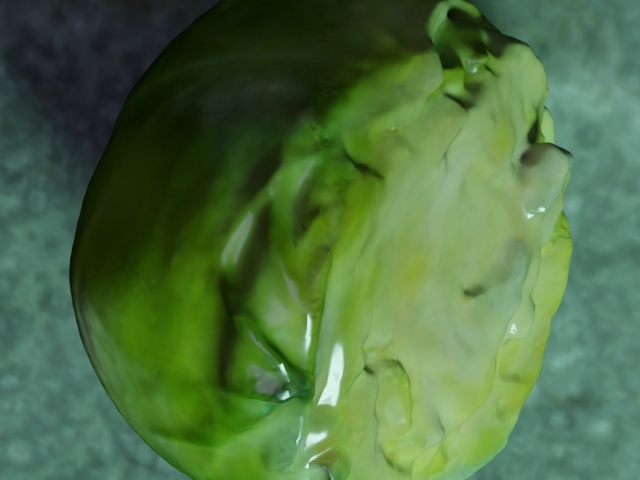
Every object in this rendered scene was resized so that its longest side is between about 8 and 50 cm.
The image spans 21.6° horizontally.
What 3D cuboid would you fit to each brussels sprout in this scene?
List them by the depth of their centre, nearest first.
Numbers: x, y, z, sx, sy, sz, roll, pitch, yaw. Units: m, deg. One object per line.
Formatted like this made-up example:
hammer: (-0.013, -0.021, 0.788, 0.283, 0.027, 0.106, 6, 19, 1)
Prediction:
brussels sprout: (-0.005, 0.000, 0.492, 0.122, 0.151, 0.149, 22, 138, 37)
